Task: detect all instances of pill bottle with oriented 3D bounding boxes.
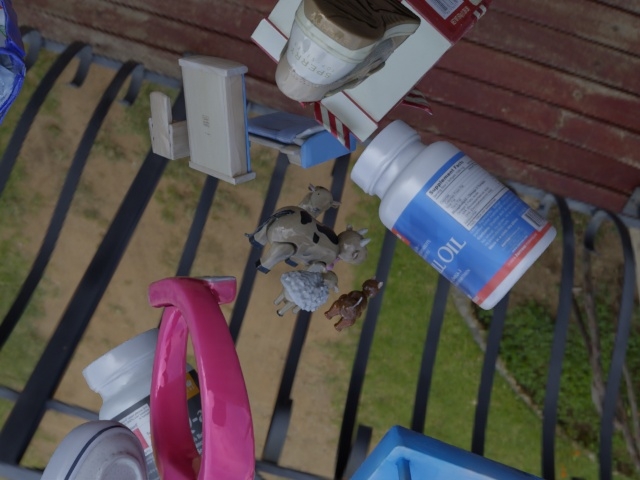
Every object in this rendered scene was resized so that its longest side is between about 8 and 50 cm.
[{"bbox_3d":[-0.234,0.284,1.214,0.162,0.162,0.278,-35,85,37],"label":"pill bottle"},{"bbox_3d":[0.146,-0.035,0.916,0.221,0.124,0.124,41,135,12],"label":"pill bottle"}]

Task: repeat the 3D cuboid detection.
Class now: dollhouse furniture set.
[{"bbox_3d":[-0.119,-0.261,1.492,0.286,0.303,0.198,23,123,41],"label":"dollhouse furniture set"}]

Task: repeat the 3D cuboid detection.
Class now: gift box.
[{"bbox_3d":[0.085,-0.299,1.147,0.276,0.255,0.258,48,138,-1],"label":"gift box"}]

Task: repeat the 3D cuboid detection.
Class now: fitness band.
[{"bbox_3d":[-0.121,0.137,0.749,0.054,0.208,0.291,0,175,-21],"label":"fitness band"}]

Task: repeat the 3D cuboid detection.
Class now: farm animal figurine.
[{"bbox_3d":[0.000,0.000,1.605,0.172,0.330,0.327,-41,150,23],"label":"farm animal figurine"}]

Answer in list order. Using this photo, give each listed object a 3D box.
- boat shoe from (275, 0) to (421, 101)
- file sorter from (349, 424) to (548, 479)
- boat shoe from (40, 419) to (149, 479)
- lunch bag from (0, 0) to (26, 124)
[{"bbox_3d":[0.028,-0.217,0.850,0.109,0.302,0.098,36,118,-1],"label":"boat shoe"},{"bbox_3d":[0.040,0.180,0.307,0.118,0.104,0.170,24,119,-16],"label":"file sorter"},{"bbox_3d":[-0.184,0.354,0.725,0.157,0.366,0.136,-3,165,36],"label":"boat shoe"},{"bbox_3d":[-0.747,-0.317,1.530,0.386,0.327,0.239,-31,135,-2],"label":"lunch bag"}]
